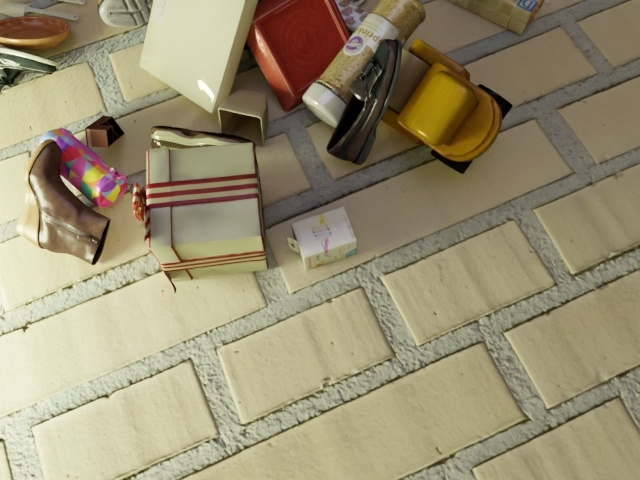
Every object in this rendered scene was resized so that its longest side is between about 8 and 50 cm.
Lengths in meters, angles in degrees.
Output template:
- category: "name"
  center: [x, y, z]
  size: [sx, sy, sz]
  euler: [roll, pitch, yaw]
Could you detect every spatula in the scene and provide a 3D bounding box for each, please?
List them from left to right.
- category: "spatula"
  center: [-0.770, -0.686, 1.620]
  size: [0.242, 0.019, 0.168]
  euler: [13, 64, 5]

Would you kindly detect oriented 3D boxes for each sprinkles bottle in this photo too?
- category: "sprinkles bottle"
  center: [0.107, -0.447, 1.401]
  size: [0.121, 0.121, 0.355]
  euler: [37, 88, 15]

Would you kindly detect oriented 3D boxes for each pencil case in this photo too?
- category: "pencil case"
  center: [-0.564, -0.177, 1.365]
  size: [0.236, 0.104, 0.104]
  euler: [35, 73, 14]

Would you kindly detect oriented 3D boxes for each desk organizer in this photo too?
- category: "desk organizer"
  center: [-0.522, -0.265, 1.388]
  size: [0.050, 0.047, 0.130]
  euler: [3, 26, -1]

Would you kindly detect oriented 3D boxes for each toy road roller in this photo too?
- category: "toy road roller"
  center: [0.254, -0.313, 1.293]
  size: [0.329, 0.240, 0.202]
  euler: [40, 108, 19]

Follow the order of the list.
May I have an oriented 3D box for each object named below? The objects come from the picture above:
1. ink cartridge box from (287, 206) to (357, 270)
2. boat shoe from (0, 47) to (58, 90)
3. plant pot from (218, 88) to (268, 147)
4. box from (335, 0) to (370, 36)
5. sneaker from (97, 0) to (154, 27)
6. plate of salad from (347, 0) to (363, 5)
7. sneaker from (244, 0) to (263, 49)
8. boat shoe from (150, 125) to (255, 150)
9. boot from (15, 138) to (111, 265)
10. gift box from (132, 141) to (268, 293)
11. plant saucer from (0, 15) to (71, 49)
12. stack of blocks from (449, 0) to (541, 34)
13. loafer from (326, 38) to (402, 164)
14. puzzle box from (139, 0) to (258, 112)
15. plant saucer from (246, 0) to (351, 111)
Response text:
- category: "ink cartridge box"
  center: [0.000, 0.000, 1.284]
  size: [0.143, 0.092, 0.090]
  euler: [-19, 70, -5]
- category: "boat shoe"
  center: [-0.850, -0.442, 1.475]
  size: [0.340, 0.127, 0.113]
  euler: [8, 98, -3]
- category: "plant pot"
  center: [-0.180, -0.309, 1.410]
  size: [0.109, 0.109, 0.096]
  euler: [13, 58, 6]
- category: "box"
  center: [0.044, -0.611, 1.527]
  size: [0.324, 0.067, 0.063]
  euler: [34, 94, 10]
- category: "sneaker"
  center: [-0.513, -0.716, 1.580]
  size: [0.180, 0.125, 0.321]
  euler: [37, 63, 19]
- category: "plate of salad"
  center: [0.044, -0.724, 1.596]
  size: [0.199, 0.048, 0.200]
  euler: [0, 67, 1]
- category: "sneaker"
  center: [-0.221, -0.608, 1.461]
  size: [0.482, 0.185, 0.202]
  euler: [25, 77, 0]
- category: "boat shoe"
  center: [-0.285, -0.216, 1.390]
  size: [0.257, 0.095, 0.095]
  euler: [10, 105, 8]
- category: "boot"
  center: [-0.570, -0.086, 1.305]
  size: [0.206, 0.090, 0.248]
  euler: [20, 100, 4]
- category: "gift box"
  center: [-0.252, -0.042, 1.222]
  size: [0.258, 0.255, 0.276]
  euler: [-5, 65, -3]
- category: "plant saucer"
  center: [-0.764, -0.546, 1.510]
  size: [0.200, 0.037, 0.200]
  euler: [4, 38, -3]
- category: "stack of blocks"
  center: [0.465, -0.707, 1.556]
  size: [0.297, 0.087, 0.171]
  euler: [33, 72, 13]
- category: "loafer"
  center: [0.097, -0.313, 1.304]
  size: [0.095, 0.303, 0.109]
  euler: [8, 34, -16]
- category: "puzzle box"
  center: [-0.285, -0.551, 1.374]
  size: [0.272, 0.409, 0.052]
  euler: [36, 30, 19]
- category: "plant saucer"
  center: [-0.038, -0.495, 1.420]
  size: [0.258, 0.047, 0.259]
  euler: [-35, 113, -12]
